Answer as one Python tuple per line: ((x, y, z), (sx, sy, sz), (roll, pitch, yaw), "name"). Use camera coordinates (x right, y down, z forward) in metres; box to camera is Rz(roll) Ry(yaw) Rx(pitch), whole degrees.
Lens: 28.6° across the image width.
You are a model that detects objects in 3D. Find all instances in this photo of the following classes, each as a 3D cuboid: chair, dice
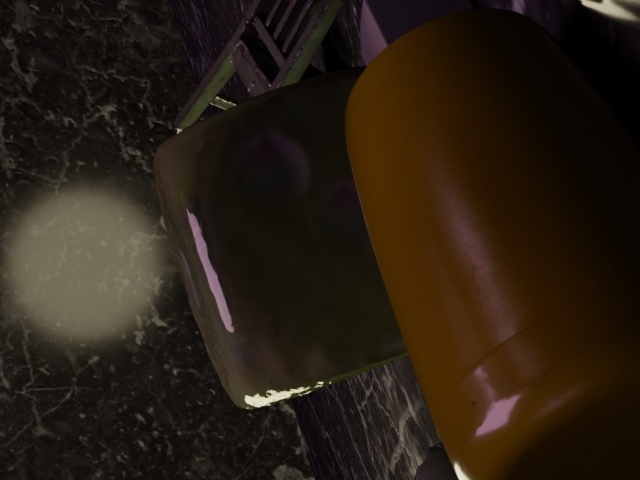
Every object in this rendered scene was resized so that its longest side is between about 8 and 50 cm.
((-0.026, -0.173, 1.386), (0.270, 0.147, 0.136), (-54, 42, 22), "chair")
((0.000, 0.000, 1.122), (0.254, 0.249, 0.252), (141, 109, -80), "dice")

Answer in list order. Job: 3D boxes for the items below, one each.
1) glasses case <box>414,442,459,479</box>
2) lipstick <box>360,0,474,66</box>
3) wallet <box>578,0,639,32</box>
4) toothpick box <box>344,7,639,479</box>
((0.175, 0.356, 1.318), (0.308, 0.083, 0.128), (-120, 16, -51), "glasses case")
((0.130, -0.019, 0.865), (0.076, 0.079, 0.371), (88, 160, -62), "lipstick")
((0.163, -0.100, 0.334), (0.245, 0.168, 0.052), (90, -161, -68), "wallet")
((0.115, -0.001, 0.714), (0.175, 0.175, 0.271), (86, 165, -56), "toothpick box")
